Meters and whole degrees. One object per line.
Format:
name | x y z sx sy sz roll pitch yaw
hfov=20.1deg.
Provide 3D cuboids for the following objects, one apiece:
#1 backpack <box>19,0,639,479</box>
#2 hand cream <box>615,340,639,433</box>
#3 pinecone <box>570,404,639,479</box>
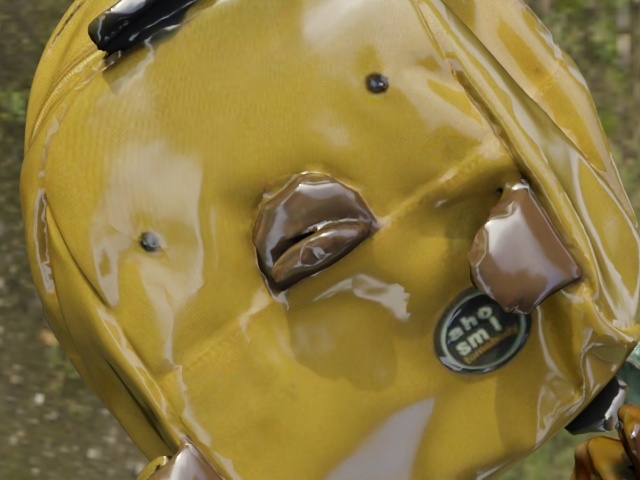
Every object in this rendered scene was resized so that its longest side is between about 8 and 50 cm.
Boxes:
backpack | -0.003 -0.001 1.015 0.353 0.201 0.378 -38 112 3
hand cream | 0.288 0.121 1.139 0.052 0.248 0.075 -9 108 -52
pinecone | 0.224 0.209 0.821 0.384 0.384 0.384 -5 97 -48
